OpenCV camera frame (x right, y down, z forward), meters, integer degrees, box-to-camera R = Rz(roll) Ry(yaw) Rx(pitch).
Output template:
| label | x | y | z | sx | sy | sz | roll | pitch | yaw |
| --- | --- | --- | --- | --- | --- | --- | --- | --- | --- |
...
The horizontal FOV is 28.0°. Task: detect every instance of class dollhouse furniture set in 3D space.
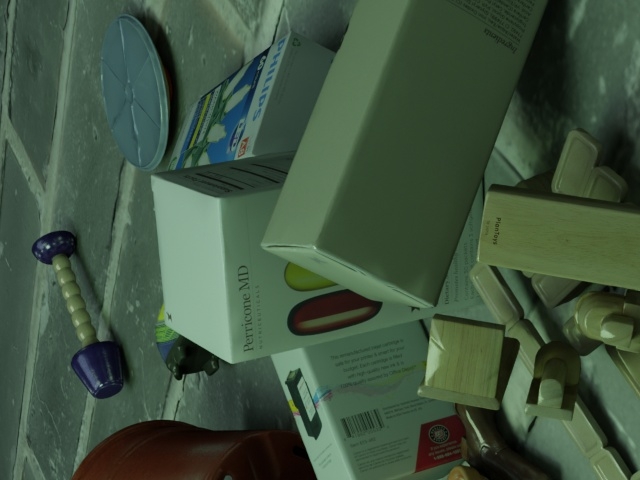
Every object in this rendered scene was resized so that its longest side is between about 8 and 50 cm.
| label | x | y | z | sx | sy | sz | roll | pitch | yaw |
| --- | --- | --- | --- | --- | --- | --- | --- | --- | --- |
| dollhouse furniture set | 0.158 | 0.031 | 0.906 | 0.144 | 0.123 | 0.151 | 9 | 107 | 13 |

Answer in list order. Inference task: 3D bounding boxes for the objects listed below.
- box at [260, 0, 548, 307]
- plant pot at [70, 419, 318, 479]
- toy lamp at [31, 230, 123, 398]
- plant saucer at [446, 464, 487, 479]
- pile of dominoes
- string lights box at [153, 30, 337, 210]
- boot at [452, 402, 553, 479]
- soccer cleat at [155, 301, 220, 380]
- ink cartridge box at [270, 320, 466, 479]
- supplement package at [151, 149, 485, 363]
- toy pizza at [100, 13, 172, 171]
| label | x | y | z | sx | sy | sz | roll | pitch | yaw |
| --- | --- | --- | --- | --- | --- | --- | --- | --- | --- |
| box | 0.066 | -0.098 | 0.921 | 0.094 | 0.113 | 0.275 | 4 | 69 | 63 |
| plant pot | -0.107 | 0.317 | 1.394 | 0.265 | 0.272 | 0.272 | -21 | 82 | 53 |
| toy lamp | -0.366 | 0.113 | 1.951 | 0.275 | 0.080 | 0.080 | 62 | 148 | 26 |
| plant saucer | 0.128 | 0.288 | 1.068 | 0.200 | 0.037 | 0.200 | -177 | 90 | -85 |
| pile of dominoes | 0.218 | 0.060 | 0.938 | 0.251 | 0.040 | 0.196 | 59 | 146 | 18 |
| string lights box | -0.071 | -0.099 | 1.283 | 0.259 | 0.076 | 0.133 | -22 | 48 | 61 |
| boot | 0.157 | 0.172 | 1.064 | 0.114 | 0.037 | 0.106 | 41 | 148 | 53 |
| soccer cleat | -0.141 | 0.048 | 1.506 | 0.289 | 0.093 | 0.121 | 114 | 142 | -47 |
| ink cartridge box | 0.043 | 0.139 | 1.166 | 0.175 | 0.127 | 0.072 | 68 | 152 | 21 |
| supplement package | 0.000 | 0.000 | 1.068 | 0.134 | 0.244 | 0.139 | 19 | 117 | 58 |
| toy pizza | -0.230 | -0.189 | 1.641 | 0.201 | 0.032 | 0.201 | 31 | 127 | 53 |
